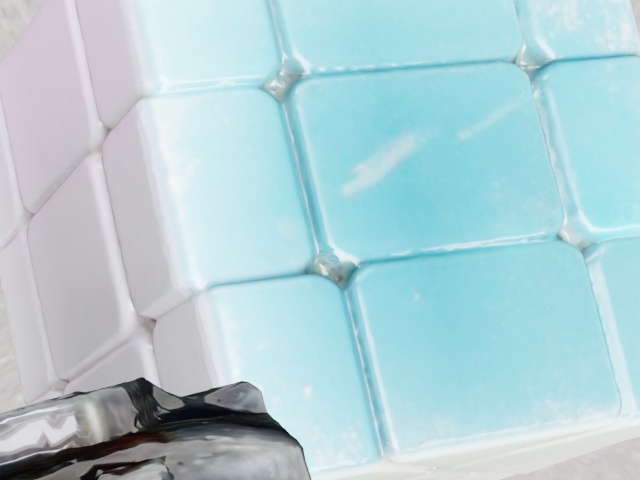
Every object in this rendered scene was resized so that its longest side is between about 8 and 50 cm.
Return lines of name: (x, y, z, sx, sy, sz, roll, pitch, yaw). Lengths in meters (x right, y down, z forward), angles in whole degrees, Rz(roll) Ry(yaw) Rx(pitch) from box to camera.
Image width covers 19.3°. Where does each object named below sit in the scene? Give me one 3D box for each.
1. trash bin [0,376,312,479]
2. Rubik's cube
trash bin: (-0.075, 0.231, 0.458, 0.255, 0.296, 0.368, -14, 87, -5)
Rubik's cube: (0.000, 0.000, 1.121, 0.321, 0.319, 0.316, -5, 76, -27)
